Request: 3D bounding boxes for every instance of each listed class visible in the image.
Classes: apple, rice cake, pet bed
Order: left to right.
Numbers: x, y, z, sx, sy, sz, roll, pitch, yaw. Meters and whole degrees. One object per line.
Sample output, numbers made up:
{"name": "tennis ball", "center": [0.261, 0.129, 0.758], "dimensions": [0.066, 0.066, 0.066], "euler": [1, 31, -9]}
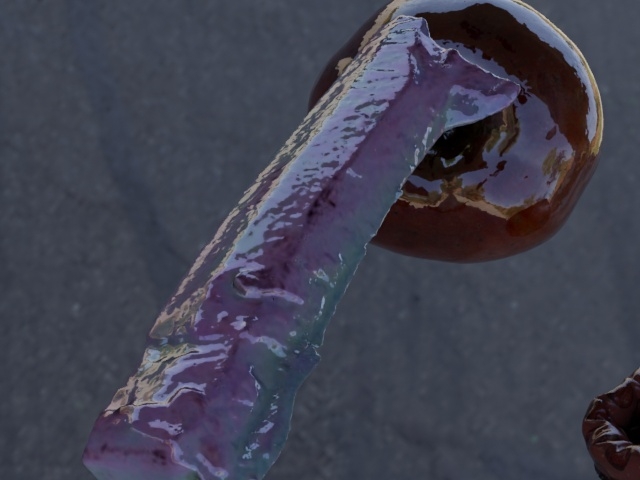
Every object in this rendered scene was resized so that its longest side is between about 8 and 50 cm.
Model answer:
{"name": "rice cake", "center": [-0.003, 0.000, 0.815], "dimensions": [0.081, 0.051, 0.290], "euler": [12, 47, 28]}
{"name": "apple", "center": [0.108, -0.086, 1.407], "dimensions": [0.234, 0.234, 0.234], "euler": [28, 34, -21]}
{"name": "pet bed", "center": [0.296, 0.129, 1.369], "dimensions": [0.201, 0.201, 0.053], "euler": [-59, 135, -58]}
